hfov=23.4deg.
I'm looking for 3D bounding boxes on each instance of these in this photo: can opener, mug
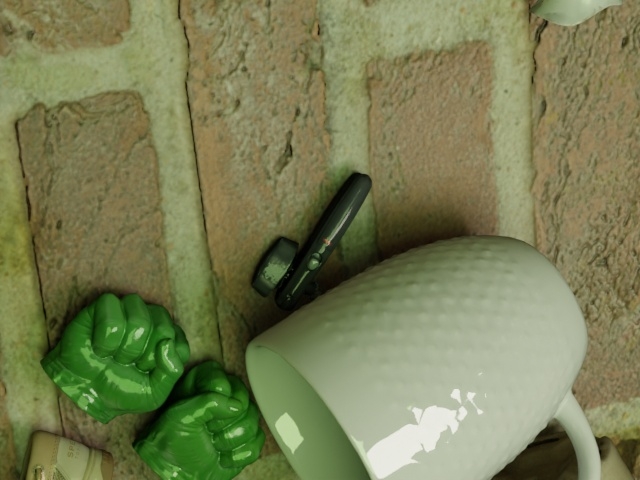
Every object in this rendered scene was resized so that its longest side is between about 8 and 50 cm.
[{"bbox_3d":[0.000,0.000,1.776,0.073,0.059,0.186,37,93,-22],"label":"can opener"},{"bbox_3d":[0.153,0.184,1.728,0.328,0.276,0.374,-31,74,-19],"label":"mug"}]

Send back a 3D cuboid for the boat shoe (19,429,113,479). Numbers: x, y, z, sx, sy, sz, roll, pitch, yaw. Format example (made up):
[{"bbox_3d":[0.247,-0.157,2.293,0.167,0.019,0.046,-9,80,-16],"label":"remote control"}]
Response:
[{"bbox_3d":[-0.350,0.381,1.754,0.110,0.121,0.341,24,87,-17],"label":"boat shoe"}]

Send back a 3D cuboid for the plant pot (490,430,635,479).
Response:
[{"bbox_3d":[0.305,0.413,1.871,0.333,0.334,0.305,-26,100,-8],"label":"plant pot"}]

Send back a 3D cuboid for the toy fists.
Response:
[{"bbox_3d":[-0.177,0.174,1.753,0.142,0.096,0.279,-46,111,-2],"label":"toy fists"}]

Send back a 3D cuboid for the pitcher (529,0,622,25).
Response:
[{"bbox_3d":[0.322,-0.362,1.749,0.177,0.125,0.207,-17,122,-33],"label":"pitcher"}]
